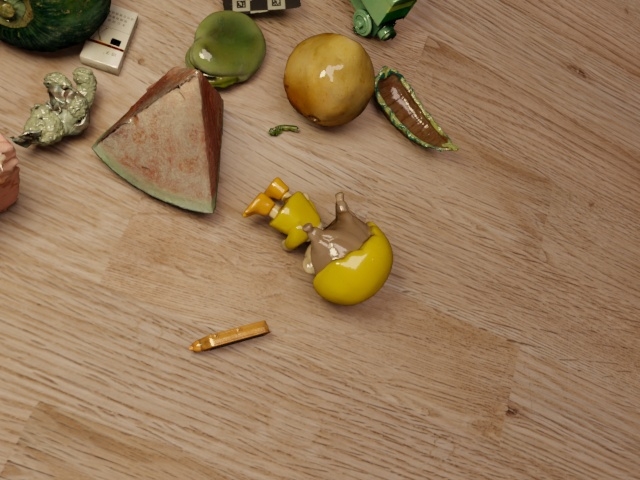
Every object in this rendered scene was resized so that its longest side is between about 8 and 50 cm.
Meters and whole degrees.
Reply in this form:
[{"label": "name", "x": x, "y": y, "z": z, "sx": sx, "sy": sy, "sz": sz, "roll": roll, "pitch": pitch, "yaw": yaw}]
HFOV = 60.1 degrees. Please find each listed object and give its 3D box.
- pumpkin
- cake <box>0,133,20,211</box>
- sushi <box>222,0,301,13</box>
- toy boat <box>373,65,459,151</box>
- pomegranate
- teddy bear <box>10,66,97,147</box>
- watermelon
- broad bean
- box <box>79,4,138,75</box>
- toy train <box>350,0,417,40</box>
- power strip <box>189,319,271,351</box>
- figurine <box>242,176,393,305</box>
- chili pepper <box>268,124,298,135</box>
[{"label": "pumpkin", "x": -0.584, "y": -0.519, "z": 1.159, "sx": 0.292, "sy": 0.197, "sz": 0.264, "roll": -7, "pitch": 58, "yaw": -4}, {"label": "cake", "x": -0.745, "y": -0.127, "z": 0.955, "sx": 0.314, "sy": 0.293, "sz": 0.307, "roll": 49, "pitch": 61, "yaw": -6}, {"label": "sushi", "x": -0.160, "y": -0.657, "z": 1.418, "sx": 0.192, "sy": 0.050, "sz": 0.215, "roll": -9, "pitch": 74, "yaw": -4}, {"label": "toy boat", "x": 0.239, "y": -0.320, "z": 1.441, "sx": 0.108, "sy": 0.099, "sz": 0.293, "roll": -36, "pitch": 82, "yaw": -24}, {"label": "pomegranate", "x": 0.018, "y": -0.380, "z": 1.319, "sx": 0.233, "sy": 0.233, "sz": 0.233, "roll": 5, "pitch": 74, "yaw": -17}, {"label": "teddy bear", "x": -0.544, "y": -0.257, "z": 1.155, "sx": 0.133, "sy": 0.111, "sz": 0.213, "roll": 2, "pitch": 57, "yaw": 25}, {"label": "watermelon", "x": -0.268, "y": -0.224, "z": 1.172, "sx": 0.250, "sy": 0.292, "sz": 0.283, "roll": 43, "pitch": 62, "yaw": -36}, {"label": "broad bean", "x": -0.220, "y": -0.452, "z": 1.316, "sx": 0.169, "sy": 0.100, "sz": 0.228, "roll": 34, "pitch": 70, "yaw": -23}, {"label": "box", "x": -0.480, "y": -0.460, "z": 1.263, "sx": 0.083, "sy": 0.040, "sz": 0.155, "roll": 17, "pitch": 70, "yaw": -15}, {"label": "toy train", "x": 0.127, "y": -0.678, "z": 1.441, "sx": 0.120, "sy": 0.202, "sz": 0.301, "roll": -28, "pitch": 86, "yaw": -27}, {"label": "power strip", "x": -0.192, "y": 0.206, "z": 1.177, "sx": 0.178, "sy": 0.049, "sz": 0.028, "roll": -13, "pitch": 75, "yaw": -21}, {"label": "figurine", "x": 0.000, "y": 0.000, "z": 1.236, "sx": 0.343, "sy": 0.187, "sz": 0.215, "roll": 35, "pitch": 55, "yaw": 0}, {"label": "chili pepper", "x": -0.094, "y": -0.271, "z": 1.353, "sx": 0.083, "sy": 0.022, "sz": 0.027, "roll": -14, "pitch": 79, "yaw": -26}]
